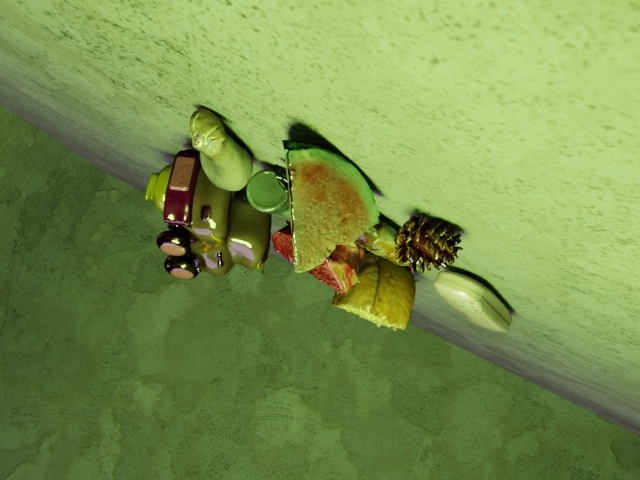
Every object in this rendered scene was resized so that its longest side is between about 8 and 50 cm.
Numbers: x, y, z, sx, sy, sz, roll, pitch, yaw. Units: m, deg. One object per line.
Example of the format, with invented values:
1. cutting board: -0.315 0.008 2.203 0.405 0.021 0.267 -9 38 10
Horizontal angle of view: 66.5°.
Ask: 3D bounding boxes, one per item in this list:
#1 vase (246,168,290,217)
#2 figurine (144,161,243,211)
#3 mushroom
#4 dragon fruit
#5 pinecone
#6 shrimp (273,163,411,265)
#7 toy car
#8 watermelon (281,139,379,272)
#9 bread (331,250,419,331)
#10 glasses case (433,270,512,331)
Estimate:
1. vase: -0.092 -0.090 1.062 0.086 0.086 0.214 26 179 8
2. figurine: -0.333 -0.111 1.418 0.326 0.169 0.218 31 -174 -15
3. mushroom: -0.190 -0.159 0.918 0.116 0.093 0.225 47 178 5
4. dragon fruit: 0.003 -0.010 1.191 0.274 0.161 0.126 31 146 31
5. pinecone: 0.175 0.002 0.802 0.109 0.102 0.102 -8 156 23
6. shrimp: 0.041 -0.048 1.000 0.365 0.071 0.233 32 178 -23
7. toy car: -0.240 -0.052 1.177 0.240 0.271 0.341 5 151 -2
8. watermelon: 0.005 -0.064 0.734 0.136 0.202 0.207 -16 162 12
9. bread: 0.153 0.131 1.342 0.194 0.179 0.340 25 169 -3
10. glasses case: 0.357 0.145 1.131 0.113 0.075 0.297 22 169 43
